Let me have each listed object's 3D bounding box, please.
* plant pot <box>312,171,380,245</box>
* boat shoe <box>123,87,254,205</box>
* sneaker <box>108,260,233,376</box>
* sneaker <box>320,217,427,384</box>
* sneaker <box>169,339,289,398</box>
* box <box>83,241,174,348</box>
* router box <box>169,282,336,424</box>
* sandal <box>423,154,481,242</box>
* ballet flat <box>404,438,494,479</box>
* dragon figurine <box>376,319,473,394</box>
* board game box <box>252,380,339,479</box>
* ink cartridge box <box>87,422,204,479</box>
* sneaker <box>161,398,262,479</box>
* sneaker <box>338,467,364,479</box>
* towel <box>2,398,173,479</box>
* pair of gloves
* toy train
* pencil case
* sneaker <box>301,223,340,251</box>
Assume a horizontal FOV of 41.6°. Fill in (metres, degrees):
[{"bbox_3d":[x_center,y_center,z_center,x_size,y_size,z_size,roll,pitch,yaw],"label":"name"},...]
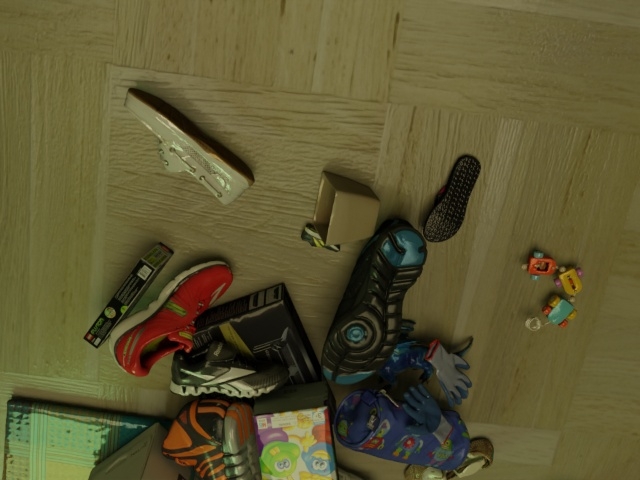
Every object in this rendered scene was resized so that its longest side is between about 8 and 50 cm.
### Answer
[{"bbox_3d":[0.051,-0.056,1.569,0.096,0.109,0.109,5,113,-16],"label":"plant pot"},{"bbox_3d":[-0.250,-0.160,1.515,0.277,0.098,0.096,39,106,-17],"label":"boat shoe"},{"bbox_3d":[-0.263,0.156,1.597,0.279,0.118,0.107,-41,142,-12],"label":"sneaker"},{"bbox_3d":[0.102,0.117,1.607,0.125,0.140,0.341,24,103,-11],"label":"sneaker"},{"bbox_3d":[-0.177,0.240,1.607,0.234,0.078,0.106,-1,116,2],"label":"sneaker"},{"bbox_3d":[-0.366,0.105,1.613,0.036,0.114,0.207,38,107,-3],"label":"box"},{"bbox_3d":[-0.130,0.268,1.708,0.242,0.081,0.309,-19,112,6],"label":"router box"},{"bbox_3d":[0.250,-0.077,1.602,0.067,0.040,0.179,24,96,-17],"label":"sandal"},{"bbox_3d":[0.279,0.490,1.821,0.206,0.067,0.073,-27,112,10],"label":"ballet flat"},{"bbox_3d":[0.162,0.217,1.693,0.289,0.085,0.144,-17,113,7],"label":"dragon figurine"},{"bbox_3d":[-0.039,0.433,1.628,0.144,0.142,0.275,-8,101,1],"label":"board game box"},{"bbox_3d":[-0.329,0.560,1.717,0.198,0.197,0.270,-37,108,14],"label":"ink cartridge box"},{"bbox_3d":[-0.211,0.457,1.690,0.180,0.124,0.321,1,105,23],"label":"sneaker"},{"bbox_3d":[-0.013,0.514,1.775,0.305,0.114,0.152,17,140,-9],"label":"sneaker"},{"bbox_3d":[-0.491,0.477,1.811,0.370,0.040,0.272,11,112,-5],"label":"towel"},{"bbox_3d":[0.228,0.302,1.649,0.159,0.023,0.198,49,61,-28],"label":"pair of gloves"},{"bbox_3d":[0.453,0.095,1.674,0.125,0.046,0.166,-1,110,0],"label":"toy train"},{"bbox_3d":[0.170,0.376,1.687,0.306,0.119,0.133,23,105,-36],"label":"pencil case"},{"bbox_3d":[0.000,0.000,1.630,0.083,0.031,0.035,33,122,-10],"label":"sneaker"}]
